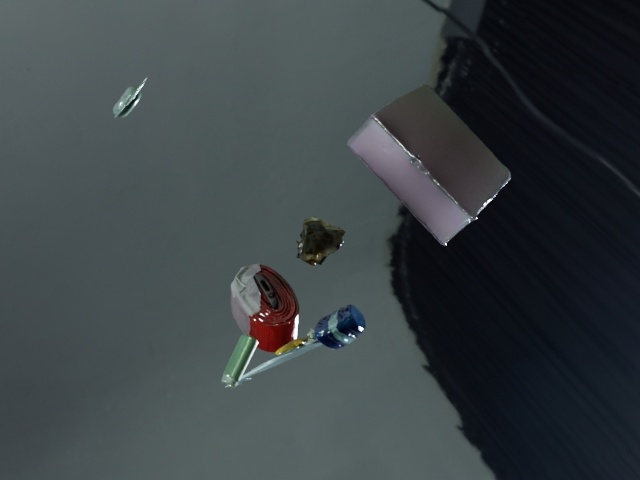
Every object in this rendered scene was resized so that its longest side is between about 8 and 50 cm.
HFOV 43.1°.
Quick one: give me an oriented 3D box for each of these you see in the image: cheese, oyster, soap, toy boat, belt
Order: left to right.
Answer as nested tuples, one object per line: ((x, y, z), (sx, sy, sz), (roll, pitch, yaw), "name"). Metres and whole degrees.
((-0.316, -0.233, 1.339), (0.026, 0.121, 0.067), (37, 70, -19), "cheese")
((-0.126, 0.147, 1.850), (0.128, 0.201, 0.124), (-21, 141, -24), "belt")
((-0.048, 0.220, 1.533), (0.291, 0.067, 0.220), (-32, 169, 8), "toy boat")
((-0.007, 0.003, 1.706), (0.103, 0.051, 0.148), (10, 133, -20), "oyster")
((0.239, -0.171, 1.694), (0.107, 0.296, 0.285), (-45, 175, 39), "soap")

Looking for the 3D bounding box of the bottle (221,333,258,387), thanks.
((-0.129, 0.191, 1.286), (0.083, 0.030, 0.030), (-65, 148, -18), "bottle")
